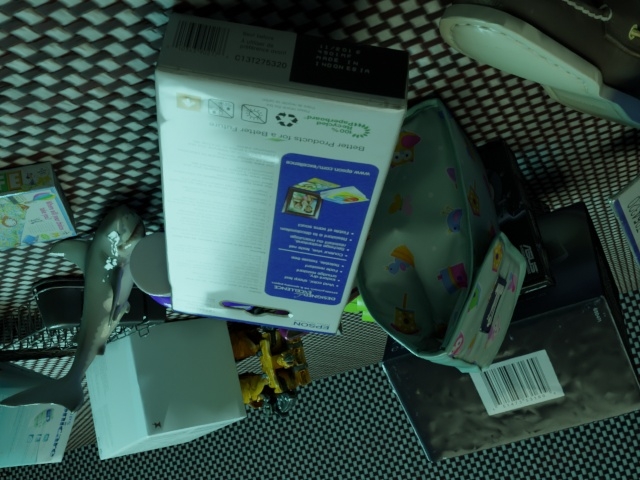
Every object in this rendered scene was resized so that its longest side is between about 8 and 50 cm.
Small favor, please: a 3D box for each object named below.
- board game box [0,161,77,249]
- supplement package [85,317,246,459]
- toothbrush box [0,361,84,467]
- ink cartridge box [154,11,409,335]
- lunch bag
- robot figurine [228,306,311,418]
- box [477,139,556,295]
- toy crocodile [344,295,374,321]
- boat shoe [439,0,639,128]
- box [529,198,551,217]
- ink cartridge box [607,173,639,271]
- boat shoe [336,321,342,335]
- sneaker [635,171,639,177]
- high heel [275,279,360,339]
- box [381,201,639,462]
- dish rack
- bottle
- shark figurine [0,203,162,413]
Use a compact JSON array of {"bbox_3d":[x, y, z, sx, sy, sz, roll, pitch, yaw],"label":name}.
[{"bbox_3d":[-0.305,-0.029,0.881,0.103,0.026,0.154,-11,165,-11],"label":"board game box"},{"bbox_3d":[-0.300,0.279,1.683,0.198,0.199,0.262,-4,162,-34],"label":"supplement package"},{"bbox_3d":[-0.531,0.243,1.313,0.216,0.126,0.295,15,174,22],"label":"toothbrush box"},{"bbox_3d":[-0.044,-0.031,0.769,0.175,0.069,0.371,9,146,-2],"label":"ink cartridge box"},{"bbox_3d":[0.126,0.010,0.957,0.160,0.263,0.223,-18,164,17],"label":"lunch bag"},{"bbox_3d":[-0.109,0.234,1.716,0.085,0.211,0.291,-11,175,-29],"label":"robot figurine"},{"bbox_3d":[0.190,-0.010,1.101,0.147,0.180,0.077,-19,166,20],"label":"box"},{"bbox_3d":[0.037,0.064,1.411,0.115,0.105,0.340,6,168,6],"label":"toy crocodile"},{"bbox_3d":[0.207,-0.165,0.714,0.116,0.097,0.324,26,-169,40],"label":"boat shoe"},{"bbox_3d":[0.245,-0.018,1.395,0.184,0.045,0.190,-27,160,33],"label":"box"},{"bbox_3d":[0.398,-0.111,0.819,0.330,0.071,0.324,-40,150,8],"label":"ink cartridge box"},{"bbox_3d":[-0.015,0.154,1.762,0.083,0.065,0.183,-15,159,12],"label":"boat shoe"},{"bbox_3d":[0.534,-0.134,1.137,0.236,0.130,0.323,-29,158,-28],"label":"sneaker"},{"bbox_3d":[0.046,0.049,1.189,0.244,0.082,0.117,-25,-155,9],"label":"high heel"},{"bbox_3d":[0.262,0.117,1.239,0.296,0.183,0.294,-20,-161,19],"label":"box"},{"bbox_3d":[-0.373,0.126,1.314,0.271,0.074,0.208,-24,161,40],"label":"dish rack"},{"bbox_3d":[-0.143,0.035,1.045,0.118,0.092,0.283,13,177,10],"label":"bottle"},{"bbox_3d":[-0.278,0.061,1.044,0.116,0.278,0.166,24,-164,-1],"label":"shark figurine"}]
